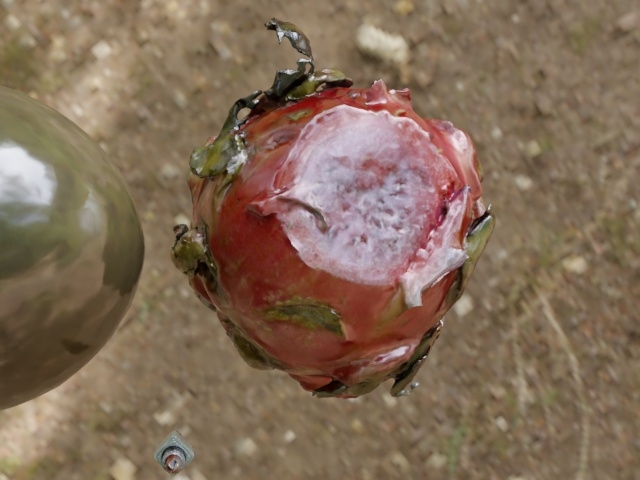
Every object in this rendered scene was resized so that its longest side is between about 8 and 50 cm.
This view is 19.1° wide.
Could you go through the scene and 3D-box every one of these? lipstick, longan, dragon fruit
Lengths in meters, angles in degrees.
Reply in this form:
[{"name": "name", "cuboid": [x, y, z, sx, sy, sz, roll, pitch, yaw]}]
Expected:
[{"name": "lipstick", "cuboid": [-0.117, 0.173, 1.514, 0.025, 0.025, 0.107, -45, 3, -1]}, {"name": "longan", "cuboid": [-0.310, 0.006, 1.487, 0.350, 0.288, 0.288, 4, 57, 16]}, {"name": "dragon fruit", "cuboid": [0.000, 0.000, 1.603, 0.250, 0.269, 0.291, -61, 6, -18]}]
